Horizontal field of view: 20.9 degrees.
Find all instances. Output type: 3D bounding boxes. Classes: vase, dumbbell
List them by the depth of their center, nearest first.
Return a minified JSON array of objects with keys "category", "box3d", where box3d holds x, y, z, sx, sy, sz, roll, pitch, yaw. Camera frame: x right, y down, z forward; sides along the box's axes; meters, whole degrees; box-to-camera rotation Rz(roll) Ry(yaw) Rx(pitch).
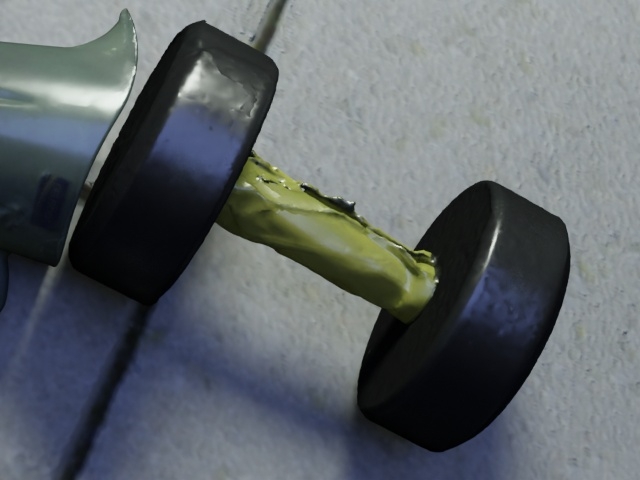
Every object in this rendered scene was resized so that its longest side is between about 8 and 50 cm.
[{"category":"vase","box3d":[-0.297,-0.071,1.218,0.301,0.156,0.251,12,96,-11]},{"category":"dumbbell","box3d":[0.000,0.000,1.265,0.322,0.204,0.204,28,67,-11]}]
